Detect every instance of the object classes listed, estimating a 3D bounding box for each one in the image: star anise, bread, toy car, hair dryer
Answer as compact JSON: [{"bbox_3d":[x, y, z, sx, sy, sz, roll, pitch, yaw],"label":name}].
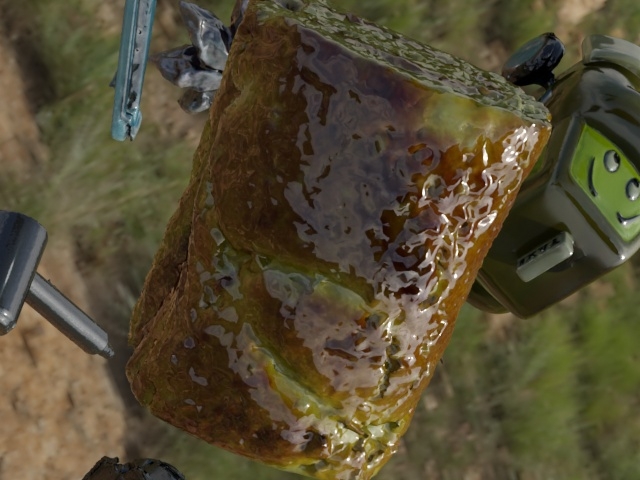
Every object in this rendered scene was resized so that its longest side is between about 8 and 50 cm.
[{"bbox_3d":[-0.084,-0.209,1.787,0.230,0.262,0.081,7,45,-4],"label":"star anise"},{"bbox_3d":[0.000,0.000,0.624,0.132,0.172,0.103,23,18,-1],"label":"bread"},{"bbox_3d":[0.190,-0.033,1.278,0.204,0.248,0.198,49,24,-18],"label":"toy car"},{"bbox_3d":[-0.288,0.078,1.616,0.248,0.070,0.114,53,46,-51],"label":"hair dryer"}]

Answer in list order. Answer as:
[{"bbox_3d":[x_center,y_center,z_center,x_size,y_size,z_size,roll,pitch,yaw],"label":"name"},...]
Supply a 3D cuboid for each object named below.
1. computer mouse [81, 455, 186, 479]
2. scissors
[{"bbox_3d":[-0.162,0.272,1.274,0.077,0.242,0.146,17,34,-37],"label":"computer mouse"},{"bbox_3d":[-0.145,-0.260,1.345,0.032,0.393,0.180,15,31,3],"label":"scissors"}]
